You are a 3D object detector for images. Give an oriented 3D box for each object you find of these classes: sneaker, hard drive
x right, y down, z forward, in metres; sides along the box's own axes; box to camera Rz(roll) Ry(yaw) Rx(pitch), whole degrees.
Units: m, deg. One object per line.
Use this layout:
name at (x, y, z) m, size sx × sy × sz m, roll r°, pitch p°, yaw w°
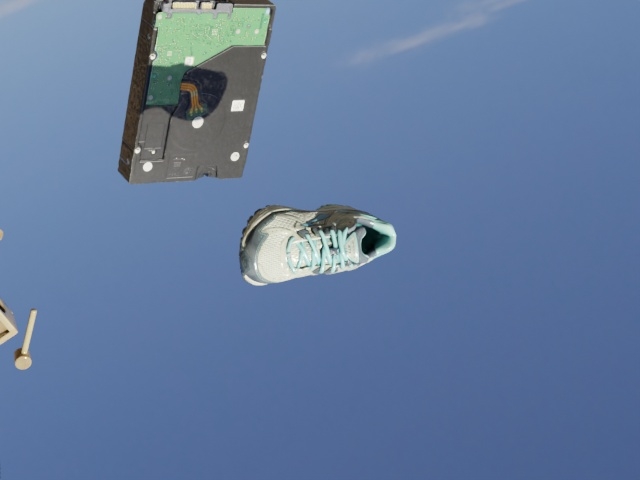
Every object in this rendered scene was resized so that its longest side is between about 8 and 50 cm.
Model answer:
sneaker at (0.000, 0.000, 2.061) m, size 0.122 × 0.110 × 0.283 m, roll 8°, pitch -163°, yaw 39°
hard drive at (-0.220, -0.266, 2.518) m, size 0.236 × 0.339 × 0.064 m, roll -6°, pitch -148°, yaw -33°

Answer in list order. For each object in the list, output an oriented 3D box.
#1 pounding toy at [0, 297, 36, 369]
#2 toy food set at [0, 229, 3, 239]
pounding toy at (-0.647, 0.164, 2.842) m, size 0.181 × 0.206 × 0.094 m, roll -34°, pitch -148°, yaw -1°
toy food set at (-0.499, 0.062, 1.949) m, size 0.038 × 0.192 × 0.132 m, roll 15°, pitch 176°, yaw 20°
